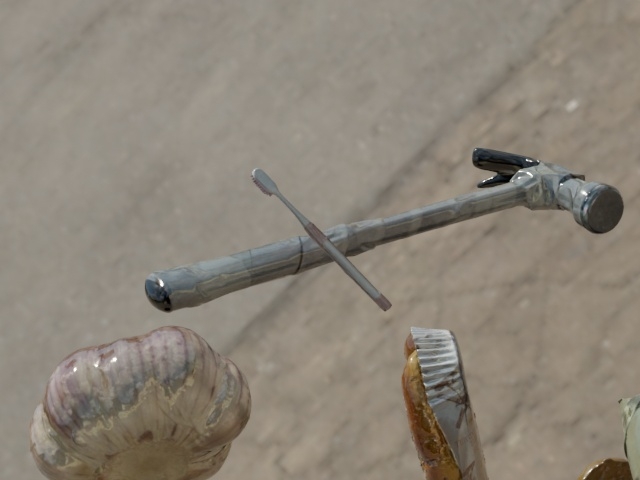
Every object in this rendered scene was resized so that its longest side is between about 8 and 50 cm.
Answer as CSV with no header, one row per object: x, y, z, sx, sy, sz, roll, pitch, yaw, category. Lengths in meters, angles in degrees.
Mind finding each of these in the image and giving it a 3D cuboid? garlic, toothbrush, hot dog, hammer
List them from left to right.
-0.130,0.122,1.261,0.159,0.147,0.102,-40,46,24,garlic
0.000,0.000,0.888,0.006,0.097,0.008,-44,-1,-24,toothbrush
0.051,-0.005,1.490,0.426,0.044,0.152,-16,27,-31,hammer
0.135,0.215,1.914,0.075,0.268,0.144,-10,23,5,hot dog

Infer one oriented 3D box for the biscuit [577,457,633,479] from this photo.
0.239,0.296,1.688,0.205,0.138,0.031,-57,11,-1,biscuit

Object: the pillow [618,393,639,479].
0.284,0.187,1.283,0.077,0.181,0.134,-7,-13,-21,pillow
